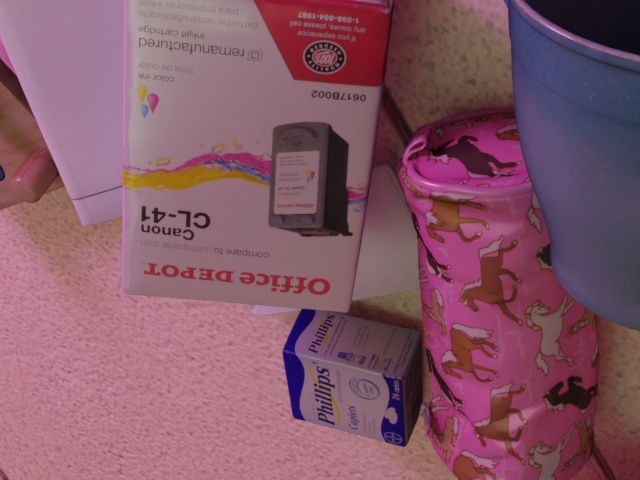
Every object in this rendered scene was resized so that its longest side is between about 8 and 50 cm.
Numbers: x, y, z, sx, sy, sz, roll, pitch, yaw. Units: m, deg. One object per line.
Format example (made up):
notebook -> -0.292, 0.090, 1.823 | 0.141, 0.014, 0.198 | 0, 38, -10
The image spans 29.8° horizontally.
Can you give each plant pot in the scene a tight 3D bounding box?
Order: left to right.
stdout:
plant pot -> 0.265, -0.080, 0.866 | 0.271, 0.272, 0.255 | 14, 131, 23

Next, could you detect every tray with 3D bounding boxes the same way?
tray -> 0.000, 0.000, 1.268 | 0.270, 0.030, 0.145 | -12, 117, 38

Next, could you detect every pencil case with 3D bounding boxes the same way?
pencil case -> 0.169, 0.063, 1.126 | 0.160, 0.167, 0.386 | 47, 151, 51

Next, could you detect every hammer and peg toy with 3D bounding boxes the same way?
hammer and peg toy -> -0.365, -0.141, 1.289 | 0.361, 0.127, 0.266 | -14, 127, 40

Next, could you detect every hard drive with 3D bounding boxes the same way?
hard drive -> -0.178, -0.201, 1.135 | 0.233, 0.047, 0.353 | -17, 118, 2

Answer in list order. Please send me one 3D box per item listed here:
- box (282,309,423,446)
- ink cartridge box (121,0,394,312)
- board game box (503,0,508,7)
box -> 0.037, 0.148, 1.310 | 0.137, 0.072, 0.126 | 12, 138, 18
ink cartridge box -> -0.062, -0.099, 1.086 | 0.226, 0.131, 0.306 | 5, 120, -1
board game box -> 0.182, -0.261, 0.952 | 0.133, 0.033, 0.169 | -23, 112, 35
